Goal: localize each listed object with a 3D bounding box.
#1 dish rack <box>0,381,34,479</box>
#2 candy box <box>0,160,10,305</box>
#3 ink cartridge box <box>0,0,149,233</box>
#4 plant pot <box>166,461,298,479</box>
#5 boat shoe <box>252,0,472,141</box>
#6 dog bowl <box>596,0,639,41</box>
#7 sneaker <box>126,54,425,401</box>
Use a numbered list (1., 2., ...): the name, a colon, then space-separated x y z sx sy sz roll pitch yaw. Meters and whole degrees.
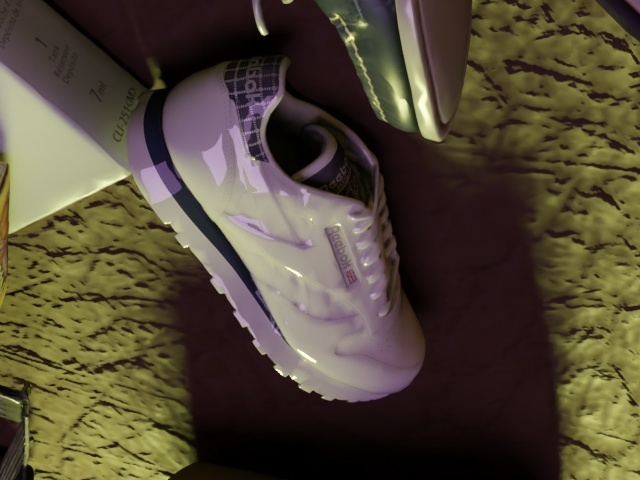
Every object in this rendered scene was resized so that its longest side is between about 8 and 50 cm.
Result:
1. dish rack: -0.273 0.117 1.214 0.208 0.074 0.271 16 160 -4
2. candy box: -0.256 -0.011 1.016 0.187 0.053 0.109 15 142 1
3. ink cartridge box: -0.263 -0.080 1.024 0.275 0.060 0.239 -22 130 38
4. plant pot: -0.014 0.255 1.231 0.229 0.263 0.263 24 145 17
5. boat shoe: 0.008 -0.145 0.822 0.079 0.095 0.254 -2 138 18
6. dog bowl: 0.220 -0.202 0.476 0.408 0.408 0.150 -1 180 19
7. sneaker: 0.000 0.000 1.019 0.095 0.090 0.235 -21 132 25
